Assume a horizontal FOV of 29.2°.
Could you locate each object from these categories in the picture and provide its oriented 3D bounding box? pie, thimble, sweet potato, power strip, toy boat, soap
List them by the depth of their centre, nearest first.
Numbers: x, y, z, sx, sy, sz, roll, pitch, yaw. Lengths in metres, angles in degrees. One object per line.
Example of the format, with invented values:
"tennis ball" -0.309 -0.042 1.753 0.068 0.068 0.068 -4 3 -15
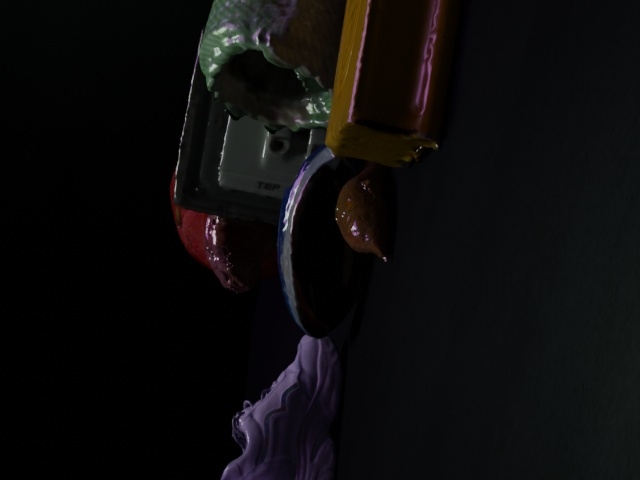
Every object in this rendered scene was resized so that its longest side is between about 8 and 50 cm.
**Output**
"soap" 0.080 -0.241 1.235 0.204 0.096 0.324 141 138 -81
"sweet potato" 0.049 -0.047 1.409 0.226 0.068 0.068 -87 8 -55
"thimble" -0.036 -0.233 1.461 0.219 0.219 0.150 112 173 -66
"toy boat" 0.000 0.000 1.522 0.115 0.114 0.262 -141 52 -71
"power strip" -0.056 -0.137 1.610 0.092 0.257 0.251 -81 1 -71
"pie" -0.058 -0.010 1.732 0.054 0.218 0.204 2 94 63

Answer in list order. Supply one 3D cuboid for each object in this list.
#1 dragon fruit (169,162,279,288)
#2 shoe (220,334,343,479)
"dragon fruit" -0.135 -0.074 2.276 0.295 0.295 0.302 -88 -10 -55
"shoe" -0.046 0.222 1.545 0.095 0.137 0.245 115 164 -55
